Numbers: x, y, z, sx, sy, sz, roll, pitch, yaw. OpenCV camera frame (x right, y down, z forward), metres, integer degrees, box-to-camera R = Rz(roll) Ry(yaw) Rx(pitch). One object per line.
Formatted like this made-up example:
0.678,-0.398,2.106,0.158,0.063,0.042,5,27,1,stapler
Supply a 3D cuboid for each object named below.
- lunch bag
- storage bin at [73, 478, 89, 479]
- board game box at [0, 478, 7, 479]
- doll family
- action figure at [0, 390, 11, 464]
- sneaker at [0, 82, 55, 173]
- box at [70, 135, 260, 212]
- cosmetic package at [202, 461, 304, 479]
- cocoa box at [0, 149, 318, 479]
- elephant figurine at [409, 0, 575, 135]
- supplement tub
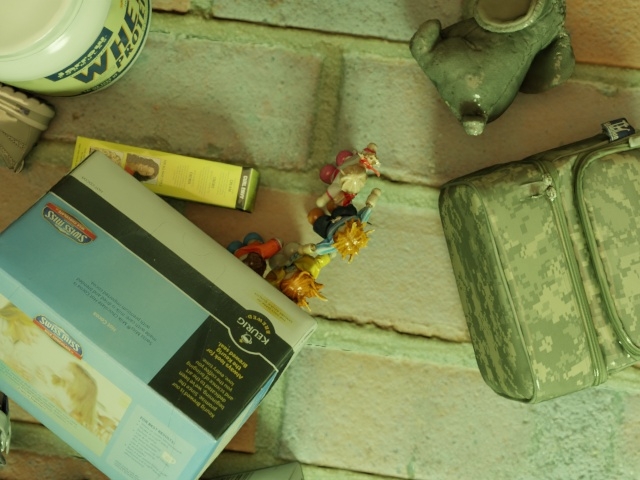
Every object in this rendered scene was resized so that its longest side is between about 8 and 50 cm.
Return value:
0.310,0.025,1.629,0.256,0.212,0.305,-16,90,-12,lunch bag
-0.317,0.359,1.719,0.098,0.135,0.091,-27,79,5,storage bin
-0.424,0.367,1.778,0.090,0.020,0.090,11,93,5,board game box
0.000,0.000,1.664,0.263,0.163,0.118,-42,103,3,doll family
-0.436,0.146,1.741,0.185,0.099,0.284,6,76,11,action figure
-0.497,-0.176,1.736,0.281,0.105,0.115,21,92,4,sneaker
-0.200,-0.085,1.723,0.232,0.087,0.058,10,89,6,box
-0.094,0.533,1.683,0.230,0.161,0.453,-13,90,5,cosmetic package
-0.230,0.114,1.596,0.347,0.231,0.228,38,49,4,cocoa box
0.239,-0.261,1.641,0.239,0.169,0.186,-35,82,8,elephant figurine
-0.348,-0.302,1.612,0.236,0.325,0.235,0,91,5,supplement tub
